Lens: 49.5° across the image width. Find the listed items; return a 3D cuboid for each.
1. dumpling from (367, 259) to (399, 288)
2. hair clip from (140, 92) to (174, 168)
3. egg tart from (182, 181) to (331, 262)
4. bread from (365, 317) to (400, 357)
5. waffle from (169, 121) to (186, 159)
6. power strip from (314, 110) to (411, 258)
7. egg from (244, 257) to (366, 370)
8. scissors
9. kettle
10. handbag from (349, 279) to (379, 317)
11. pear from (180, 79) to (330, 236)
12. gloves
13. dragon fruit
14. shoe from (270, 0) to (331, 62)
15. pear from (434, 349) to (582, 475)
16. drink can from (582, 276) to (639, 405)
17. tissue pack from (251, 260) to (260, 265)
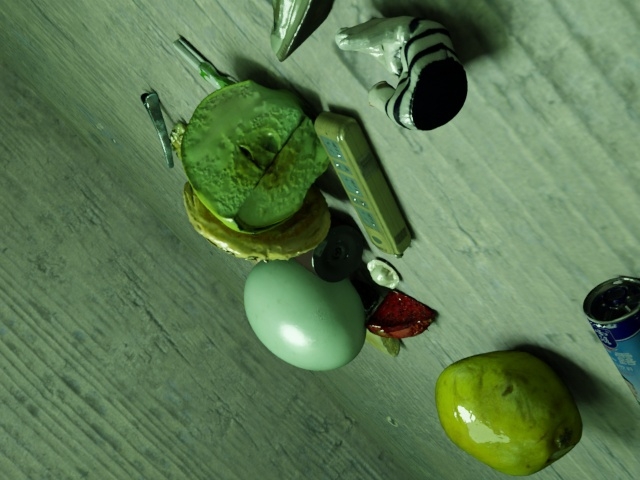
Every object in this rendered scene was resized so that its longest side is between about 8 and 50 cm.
[{"bbox_3d":[0.155,0.077,1.677,0.052,0.057,0.076,11,-139,-47],"label":"dumpling"},{"bbox_3d":[-0.467,-0.316,2.018,0.070,0.039,0.229,16,125,55],"label":"hair clip"},{"bbox_3d":[-0.142,-0.059,1.537,0.341,0.341,0.132,40,134,14],"label":"egg tart"},{"bbox_3d":[0.151,0.265,2.069,0.178,0.060,0.139,25,153,47],"label":"bread"},{"bbox_3d":[-0.363,-0.248,2.043,0.204,0.054,0.223,42,160,6],"label":"waffle"},{"bbox_3d":[0.093,-0.092,1.379,0.092,0.066,0.387,28,157,47],"label":"power strip"},{"bbox_3d":[-0.042,0.179,1.810,0.389,0.276,0.276,42,165,39],"label":"egg"},{"bbox_3d":[-0.249,-0.374,1.548,0.204,0.027,0.101,43,161,-3],"label":"scissors"},{"bbox_3d":[0.000,0.000,1.722,0.202,0.144,0.232,19,-172,-38],"label":"kettle"},{"bbox_3d":[0.117,0.151,1.899,0.115,0.072,0.139,49,148,0],"label":"handbag"},{"bbox_3d":[-0.148,-0.179,1.413,0.282,0.286,0.176,34,179,28],"label":"pear"},{"bbox_3d":[0.111,-0.242,0.942,0.140,0.131,0.218,55,-170,-42],"label":"gloves"},{"bbox_3d":[0.208,0.211,1.730,0.161,0.120,0.127,22,158,41],"label":"dragon fruit"},{"bbox_3d":[-0.035,-0.358,1.007,0.098,0.103,0.275,45,156,1],"label":"shoe"},{"bbox_3d":[0.381,0.348,1.439,0.269,0.269,0.321,50,162,-19],"label":"pear"},{"bbox_3d":[0.490,0.169,1.052,0.235,0.097,0.097,53,160,-24],"label":"drink can"},{"bbox_3d":[-0.113,0.083,2.139,0.256,0.123,0.215,47,166,15],"label":"tissue pack"}]
